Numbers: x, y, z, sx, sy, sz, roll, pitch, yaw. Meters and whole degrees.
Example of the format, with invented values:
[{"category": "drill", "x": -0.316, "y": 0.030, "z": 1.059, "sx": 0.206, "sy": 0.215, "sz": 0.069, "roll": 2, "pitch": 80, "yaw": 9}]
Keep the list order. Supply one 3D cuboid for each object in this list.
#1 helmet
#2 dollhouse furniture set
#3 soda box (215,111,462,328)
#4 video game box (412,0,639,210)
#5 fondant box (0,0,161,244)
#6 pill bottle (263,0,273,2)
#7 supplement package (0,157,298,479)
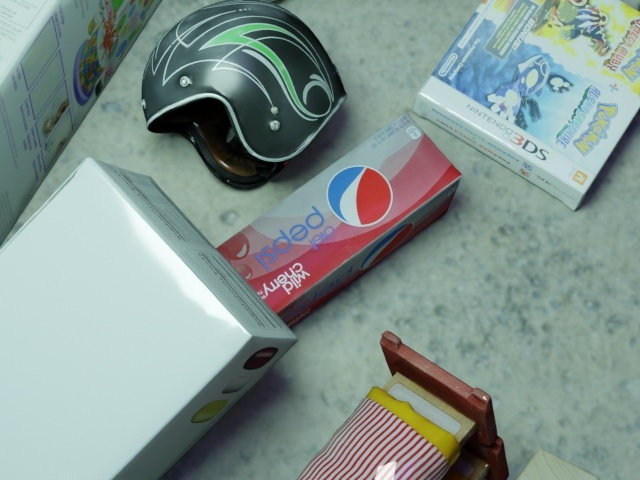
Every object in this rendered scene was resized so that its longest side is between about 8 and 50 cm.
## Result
[{"category": "helmet", "x": -0.076, "y": -0.140, "z": 1.584, "sx": 0.161, "sy": 0.169, "sz": 0.169, "roll": 43, "pitch": 71, "yaw": -5}, {"category": "dollhouse furniture set", "x": 0.143, "y": 0.259, "z": 1.384, "sx": 0.374, "sy": 0.152, "sz": 0.201, "roll": 29, "pitch": 67, "yaw": 31}, {"category": "soda box", "x": 0.000, "y": 0.000, "z": 1.570, "sx": 0.263, "sy": 0.092, "sz": 0.083, "roll": -37, "pitch": 77, "yaw": -17}, {"category": "video game box", "x": 0.220, "y": -0.160, "z": 1.676, "sx": 0.187, "sy": 0.048, "sz": 0.205, "roll": 32, "pitch": 70, "yaw": 6}, {"category": "fondant box", "x": -0.257, "y": -0.179, "z": 1.542, "sx": 0.096, "sy": 0.238, "sz": 0.330, "roll": 28, "pitch": 69, "yaw": 8}, {"category": "pill bottle", "x": -0.120, "y": -0.415, "z": 1.661, "sx": 0.210, "sy": 0.210, "sz": 0.363, "roll": -33, "pitch": 74, "yaw": -16}, {"category": "supplement package", "x": -0.191, "y": 0.099, "z": 1.439, "sx": 0.262, "sy": 0.145, "sz": 0.204, "roll": -45, "pitch": 76, "yaw": 7}]
